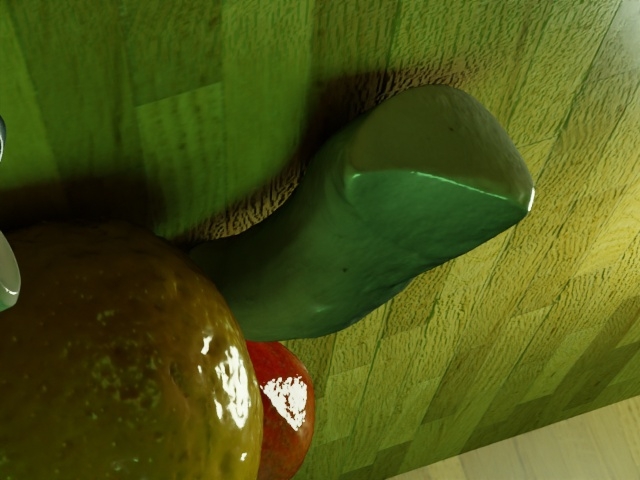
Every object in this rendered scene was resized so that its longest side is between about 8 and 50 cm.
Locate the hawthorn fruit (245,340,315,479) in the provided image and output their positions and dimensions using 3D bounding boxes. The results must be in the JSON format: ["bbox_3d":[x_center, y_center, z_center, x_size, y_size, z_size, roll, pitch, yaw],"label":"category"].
[{"bbox_3d":[-0.112,0.164,1.837,0.196,0.196,0.225,-21,149,7],"label":"hawthorn fruit"}]

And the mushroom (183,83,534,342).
[{"bbox_3d":[-0.001,0.000,1.505,0.177,0.126,0.397,2,156,-30],"label":"mushroom"}]

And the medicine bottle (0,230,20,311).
[{"bbox_3d":[-0.200,0.025,0.927,0.089,0.052,0.052,-23,165,10],"label":"medicine bottle"}]

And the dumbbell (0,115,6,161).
[{"bbox_3d":[-0.256,-0.073,0.887,0.143,0.156,0.316,-48,168,-9],"label":"dumbbell"}]

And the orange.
[{"bbox_3d":[-0.205,0.149,1.418,0.340,0.293,0.340,-28,169,-6],"label":"orange"}]
